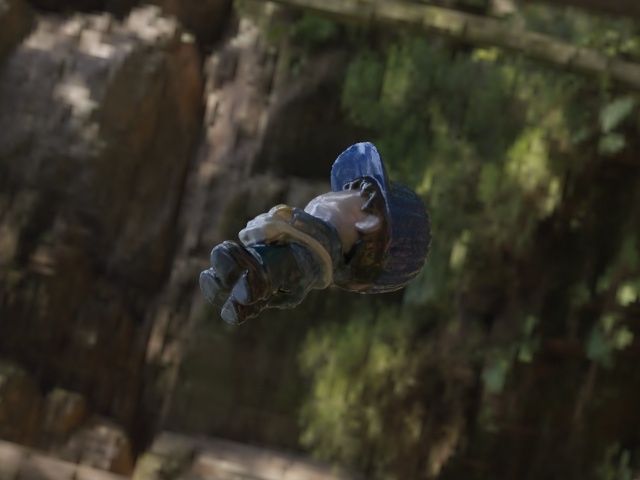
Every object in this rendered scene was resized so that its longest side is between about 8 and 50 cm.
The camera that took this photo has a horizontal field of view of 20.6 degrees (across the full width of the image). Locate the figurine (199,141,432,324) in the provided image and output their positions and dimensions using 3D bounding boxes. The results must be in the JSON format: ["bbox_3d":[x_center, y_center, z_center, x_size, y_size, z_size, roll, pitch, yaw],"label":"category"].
[{"bbox_3d":[0.006,0.007,0.965,0.136,0.079,0.077,-37,-15,-40],"label":"figurine"}]
